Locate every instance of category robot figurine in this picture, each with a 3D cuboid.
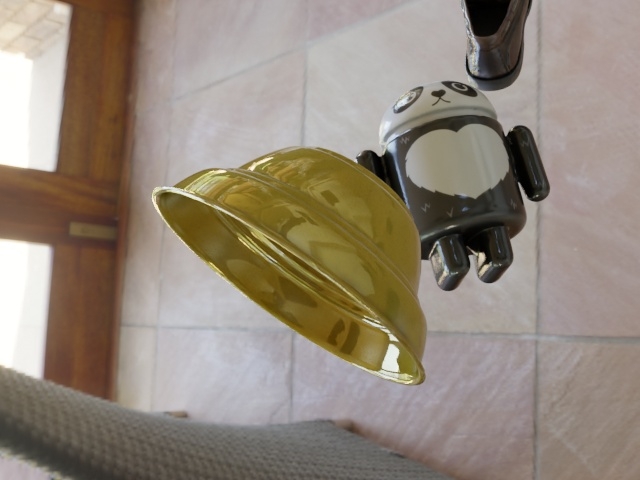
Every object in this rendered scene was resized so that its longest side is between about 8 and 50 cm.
[{"bbox_3d":[0.176,-0.079,1.115,0.174,0.209,0.278,-29,65,44],"label":"robot figurine"}]

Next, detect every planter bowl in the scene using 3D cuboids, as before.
[{"bbox_3d":[0.000,0.000,0.564,0.217,0.217,0.090,14,65,53],"label":"planter bowl"}]

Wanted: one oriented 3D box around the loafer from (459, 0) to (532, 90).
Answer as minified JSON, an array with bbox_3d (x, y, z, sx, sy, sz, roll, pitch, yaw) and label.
[{"bbox_3d":[0.254,-0.358,1.218,0.109,0.095,0.302,-4,56,17],"label":"loafer"}]
